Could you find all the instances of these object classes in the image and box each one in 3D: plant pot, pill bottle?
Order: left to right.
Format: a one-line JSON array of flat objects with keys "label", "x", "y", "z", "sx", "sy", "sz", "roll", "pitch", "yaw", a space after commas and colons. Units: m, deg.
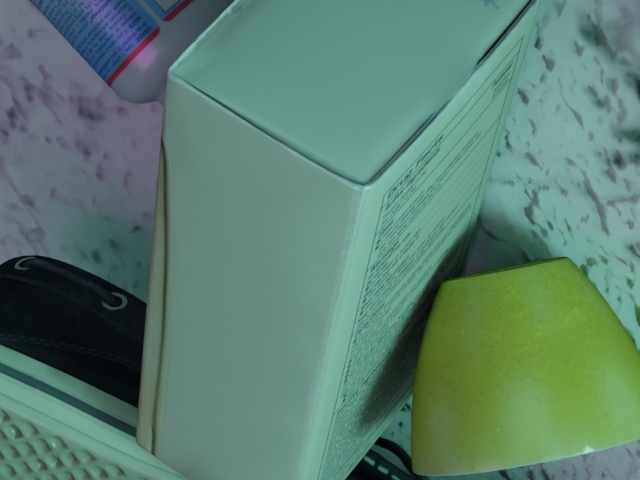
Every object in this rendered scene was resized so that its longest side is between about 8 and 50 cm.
[{"label": "pill bottle", "x": -0.100, "y": -0.131, "z": 1.020, "sx": 0.160, "sy": 0.087, "sz": 0.087, "roll": 48, "pitch": 142, "yaw": -3}, {"label": "plant pot", "x": 0.104, "y": 0.061, "z": 0.993, "sx": 0.134, "sy": 0.134, "sz": 0.095, "roll": -12, "pitch": 89, "yaw": 47}]

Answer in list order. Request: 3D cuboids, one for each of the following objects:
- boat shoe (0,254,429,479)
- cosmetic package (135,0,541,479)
[{"label": "boat shoe", "x": -0.029, "y": 0.154, "z": 1.169, "sx": 0.500, "sy": 0.156, "sz": 0.187, "roll": 26, "pitch": 134, "yaw": 6}, {"label": "cosmetic package", "x": 0.000, "y": 0.000, "z": 0.973, "sx": 0.113, "sy": 0.160, "sz": 0.309, "roll": 31, "pitch": 143, "yaw": 16}]
